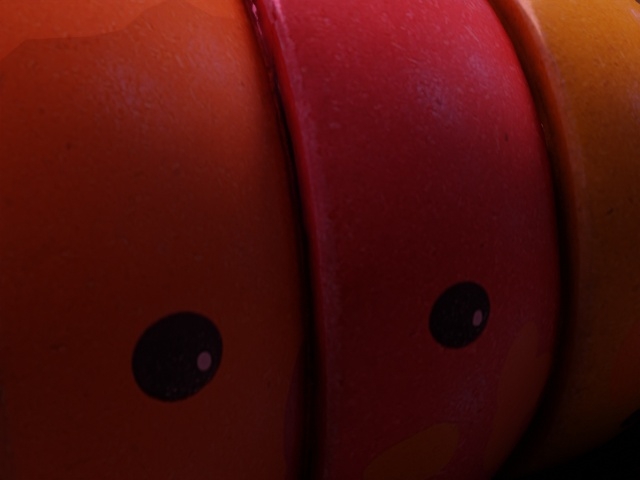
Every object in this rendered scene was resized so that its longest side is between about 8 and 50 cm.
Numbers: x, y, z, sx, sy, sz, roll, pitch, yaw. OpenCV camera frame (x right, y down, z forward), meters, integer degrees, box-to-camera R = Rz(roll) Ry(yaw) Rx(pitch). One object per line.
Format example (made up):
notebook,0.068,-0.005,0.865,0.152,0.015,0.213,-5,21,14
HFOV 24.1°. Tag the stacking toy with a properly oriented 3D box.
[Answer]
stacking toy,0.035,-0.014,0.575,0.480,0.350,0.350,-9,1,-17

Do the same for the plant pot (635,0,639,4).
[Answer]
plant pot,0.212,-0.180,0.802,0.196,0.293,0.293,13,-4,-14
